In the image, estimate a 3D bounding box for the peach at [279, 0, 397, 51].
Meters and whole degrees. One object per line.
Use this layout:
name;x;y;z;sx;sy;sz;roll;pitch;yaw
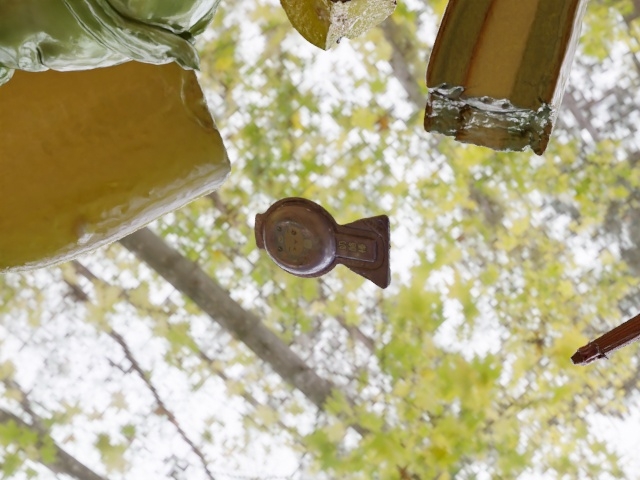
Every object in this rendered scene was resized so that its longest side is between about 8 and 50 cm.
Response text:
peach;0.012;-0.311;1.426;0.151;0.151;0.118;-23;-117;27

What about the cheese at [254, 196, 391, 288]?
cheese;0.000;0.000;1.429;0.191;0.105;0.042;7;-159;27

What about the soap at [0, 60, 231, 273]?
soap;-0.359;-0.129;1.616;0.427;0.306;0.115;-20;-172;-6

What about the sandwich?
sandwich;0.214;-0.199;1.386;0.155;0.227;0.198;15;-100;12

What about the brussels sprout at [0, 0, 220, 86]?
brussels sprout;-0.187;-0.235;0.851;0.259;0.227;0.294;11;-112;20

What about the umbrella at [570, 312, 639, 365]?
umbrella;0.253;0.052;0.844;0.165;0.025;0.027;-26;-163;-8
